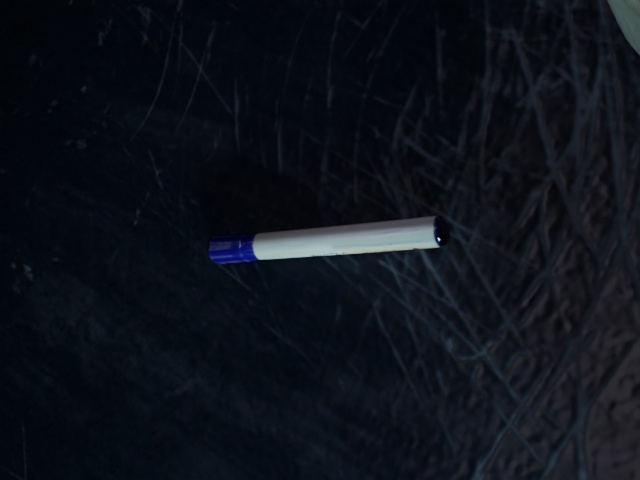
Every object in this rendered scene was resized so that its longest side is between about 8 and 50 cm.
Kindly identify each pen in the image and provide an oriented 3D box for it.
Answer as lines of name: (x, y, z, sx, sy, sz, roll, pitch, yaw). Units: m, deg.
pen: (0.000, 0.001, 0.804, 0.269, 0.033, 0.033, -5, 72, 31)

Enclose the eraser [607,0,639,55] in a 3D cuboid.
eraser: (0.347, -0.176, 0.568, 0.331, 0.150, 0.331, -9, 72, 29)
